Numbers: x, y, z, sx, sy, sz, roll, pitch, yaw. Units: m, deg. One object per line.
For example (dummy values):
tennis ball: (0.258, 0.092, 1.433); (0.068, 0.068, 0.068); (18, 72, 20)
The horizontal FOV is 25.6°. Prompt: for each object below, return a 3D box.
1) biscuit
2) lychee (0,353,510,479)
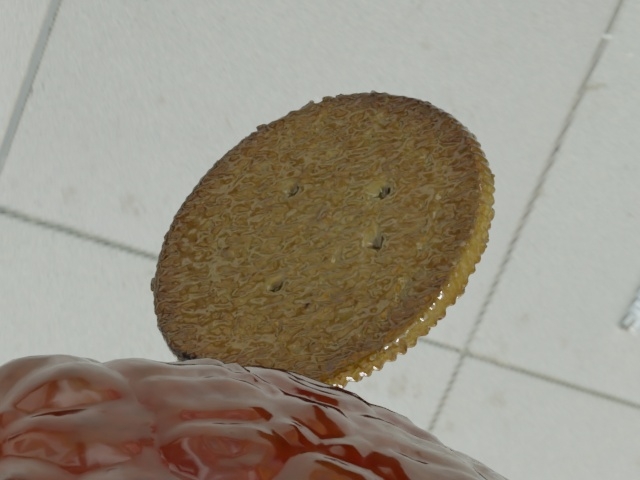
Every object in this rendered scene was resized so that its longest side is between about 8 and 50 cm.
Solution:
biscuit: (0.000, 0.000, 1.142); (0.305, 0.305, 0.038); (-36, 134, 1)
lychee: (-0.004, 0.167, 0.350); (0.300, 0.255, 0.255); (39, 97, -1)
